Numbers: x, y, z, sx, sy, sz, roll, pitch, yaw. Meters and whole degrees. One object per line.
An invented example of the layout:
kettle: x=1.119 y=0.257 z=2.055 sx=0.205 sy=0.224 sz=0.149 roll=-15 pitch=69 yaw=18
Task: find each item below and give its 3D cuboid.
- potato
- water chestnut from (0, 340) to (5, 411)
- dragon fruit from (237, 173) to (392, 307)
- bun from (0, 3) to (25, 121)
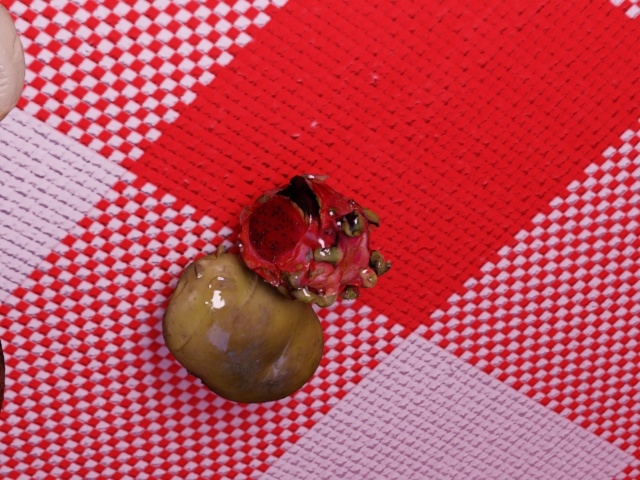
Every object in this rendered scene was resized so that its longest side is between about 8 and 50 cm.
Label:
potato: x=-0.094 y=0.112 z=2.315 sx=0.169 sy=0.143 sz=0.248 roll=-44 pitch=139 yaw=13
water chestnut: x=-0.509 y=0.181 z=2.105 sx=0.350 sy=0.302 sz=0.350 roll=-7 pitch=130 yaw=-9
dragon fruit: x=0.000 y=0.000 z=2.238 sx=0.166 sy=0.160 sz=0.172 roll=-1 pitch=176 yaw=36
bun: x=-0.386 y=-0.191 z=1.971 sx=0.164 sy=0.111 sz=0.188 roll=-1 pitch=135 yaw=3
